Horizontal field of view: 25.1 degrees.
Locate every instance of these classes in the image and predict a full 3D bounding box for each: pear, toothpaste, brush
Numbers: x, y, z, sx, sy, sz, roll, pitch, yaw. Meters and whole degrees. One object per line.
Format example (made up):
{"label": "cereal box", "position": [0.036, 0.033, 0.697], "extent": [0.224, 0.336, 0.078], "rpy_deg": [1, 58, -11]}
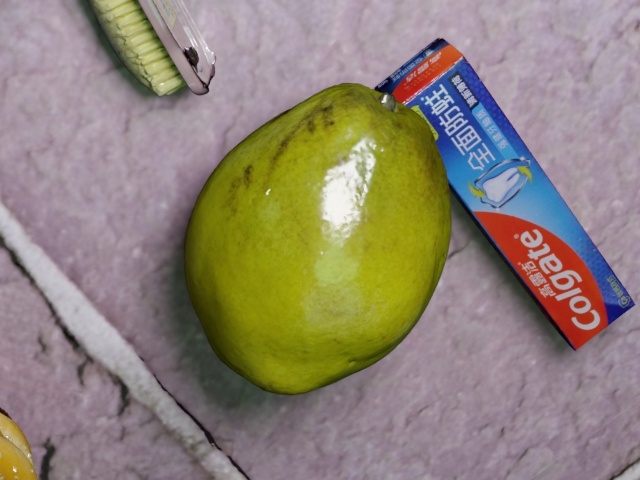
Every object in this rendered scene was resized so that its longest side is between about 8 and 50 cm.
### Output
{"label": "pear", "position": [0.000, 0.000, 1.174], "extent": [0.212, 0.212, 0.269], "rpy_deg": [17, 106, -24]}
{"label": "toothpaste", "position": [0.170, -0.036, 1.290], "extent": [0.076, 0.066, 0.320], "rpy_deg": [-39, 119, 3]}
{"label": "brush", "position": [-0.173, -0.237, 1.091], "extent": [0.067, 0.072, 0.312], "rpy_deg": [-23, 119, 10]}

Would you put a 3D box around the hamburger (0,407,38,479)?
{"label": "hamburger", "position": [-0.333, 0.227, 1.229], "extent": [0.182, 0.118, 0.191], "rpy_deg": [14, 114, -19]}
